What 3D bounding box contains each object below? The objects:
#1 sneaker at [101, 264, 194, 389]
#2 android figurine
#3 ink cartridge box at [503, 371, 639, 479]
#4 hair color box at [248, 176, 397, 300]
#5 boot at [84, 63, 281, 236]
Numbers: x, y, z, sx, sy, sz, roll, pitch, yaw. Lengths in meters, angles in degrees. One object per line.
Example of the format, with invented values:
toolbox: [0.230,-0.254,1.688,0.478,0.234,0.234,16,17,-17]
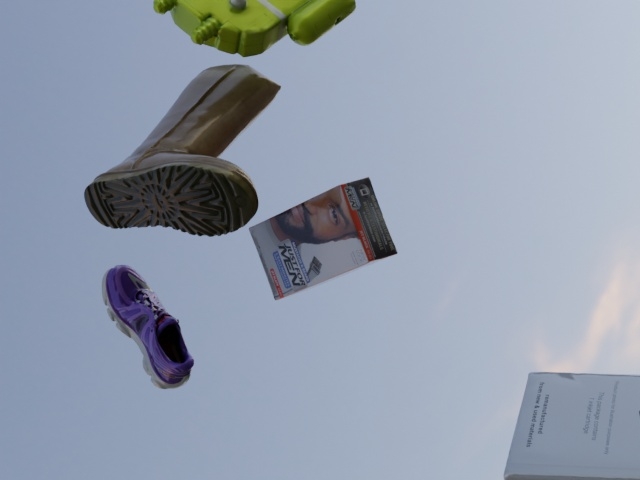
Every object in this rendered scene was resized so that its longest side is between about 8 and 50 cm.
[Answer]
sneaker: [-0.199,0.095,1.473,0.068,0.170,0.071,-25,-16,-38]
android figurine: [-0.082,-0.326,1.495,0.273,0.248,0.056,-39,-18,-30]
ink cartridge box: [0.230,0.165,0.728,0.093,0.212,0.154,-63,-35,-49]
hair color box: [0.000,0.000,1.380,0.053,0.167,0.093,-17,-96,-45]
boot: [-0.120,-0.119,1.421,0.269,0.236,0.089,-52,-44,-44]
